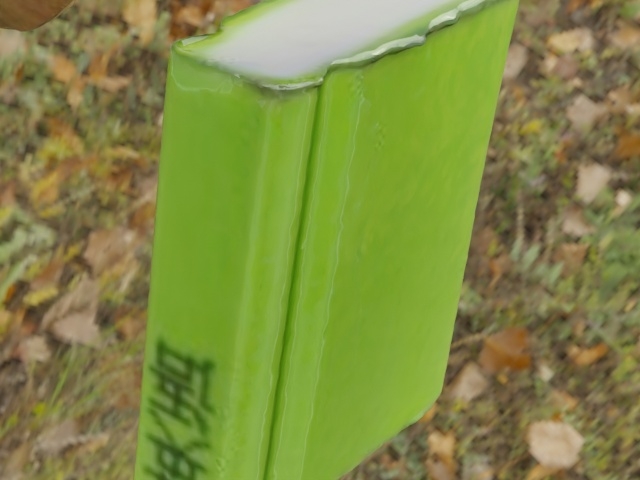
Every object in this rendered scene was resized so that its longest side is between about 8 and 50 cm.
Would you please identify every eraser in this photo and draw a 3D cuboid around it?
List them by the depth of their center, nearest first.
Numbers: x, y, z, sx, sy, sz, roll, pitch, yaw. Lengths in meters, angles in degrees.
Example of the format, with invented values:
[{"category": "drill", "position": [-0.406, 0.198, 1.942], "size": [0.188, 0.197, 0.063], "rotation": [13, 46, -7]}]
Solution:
[{"category": "eraser", "position": [0.000, 0.000, 0.847], "size": [0.092, 0.274, 0.210], "rotation": [27, 36, 28]}]

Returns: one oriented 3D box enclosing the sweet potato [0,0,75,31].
[{"category": "sweet potato", "position": [-0.145, -0.213, 0.387], "size": [0.337, 0.131, 0.131], "rotation": [50, 50, -25]}]
